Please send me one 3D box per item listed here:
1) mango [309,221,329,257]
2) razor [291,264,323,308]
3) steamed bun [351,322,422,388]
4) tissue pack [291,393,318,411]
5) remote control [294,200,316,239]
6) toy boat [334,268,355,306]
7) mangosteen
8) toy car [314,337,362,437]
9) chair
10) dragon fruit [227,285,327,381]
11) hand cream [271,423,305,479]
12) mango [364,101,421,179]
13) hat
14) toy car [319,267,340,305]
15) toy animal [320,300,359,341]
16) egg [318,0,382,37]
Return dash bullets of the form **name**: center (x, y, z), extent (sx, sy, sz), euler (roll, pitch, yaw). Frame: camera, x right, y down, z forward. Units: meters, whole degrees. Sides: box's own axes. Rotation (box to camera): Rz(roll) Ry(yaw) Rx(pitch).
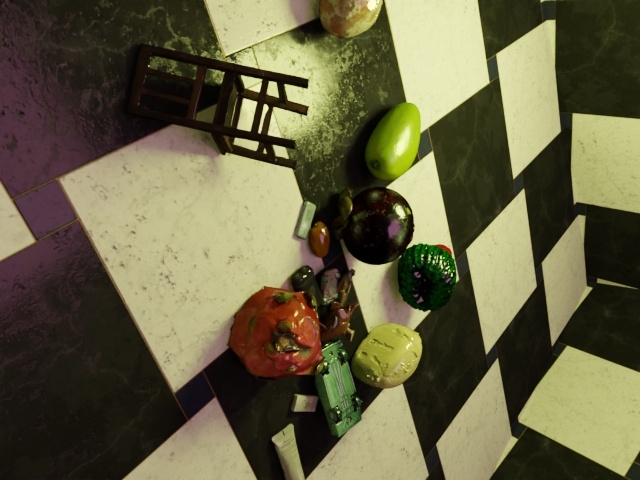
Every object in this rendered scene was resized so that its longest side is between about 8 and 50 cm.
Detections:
- **mango**: center (0.000, 0.000, 1.799), extent (0.077, 0.063, 0.127), euler (-18, 109, -51)
- **razor**: center (-0.044, 0.161, 1.785), extent (0.090, 0.054, 0.148), euler (-41, 125, -34)
- **steamed bun**: center (0.258, 0.449, 2.023), extent (0.273, 0.232, 0.166), euler (-48, 122, -28)
- **tissue pack**: center (-0.054, 0.562, 1.864), extent (0.108, 0.023, 0.056), euler (18, 84, -45)
- **remote control**: center (-0.049, -0.066, 1.769), extent (0.053, 0.018, 0.124), euler (22, 81, -47)
- **toy boat**: center (0.087, 0.169, 1.927), extent (0.047, 0.049, 0.149), euler (37, 70, -42)
- **mangosteen**: center (0.179, -0.054, 1.846), extent (0.288, 0.288, 0.288), euler (-10, 103, -45)
- **toy car**: center (0.048, 0.517, 1.899), extent (0.141, 0.097, 0.320), euler (-21, 98, -42)
- **chair**: center (-0.250, -0.341, 1.414), extent (0.240, 0.416, 0.203), euler (122, -20, -87)
- **dragon fruit**: center (-0.099, 0.293, 1.630), extent (0.305, 0.226, 0.305), euler (-6, 98, -45)
- **hand cream**: center (-0.099, 0.762, 1.834), extent (0.095, 0.059, 0.276), euler (-25, 109, -40)
- **mango**: center (0.278, -0.365, 1.960), extent (0.192, 0.156, 0.343), euler (50, 60, -40)
- **hat**: center (0.441, 0.108, 2.199), extent (0.332, 0.242, 0.274), euler (-55, 159, -55)
- **toy car**: center (0.026, 0.157, 1.859), extent (0.069, 0.055, 0.142), euler (-17, 123, -43)
- **toy animal**: center (0.047, 0.270, 1.863), extent (0.179, 0.089, 0.188), euler (31, 100, -31)
- **egg**: center (0.091, -0.739, 1.680), extent (0.233, 0.195, 0.195), euler (-51, 131, -4)
